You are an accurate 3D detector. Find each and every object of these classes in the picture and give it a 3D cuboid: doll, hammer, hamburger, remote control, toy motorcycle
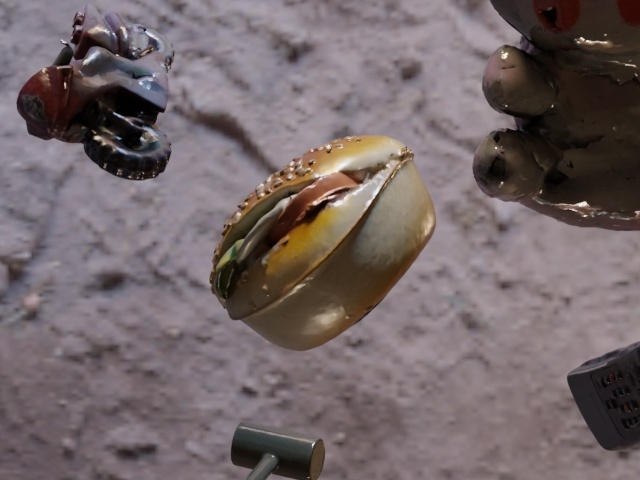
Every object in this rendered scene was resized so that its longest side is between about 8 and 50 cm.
[{"bbox_3d":[0.138,-0.094,0.858,0.095,0.149,0.192,-81,177,-70],"label":"doll"},{"bbox_3d":[-0.034,0.103,0.730,0.110,0.035,0.019,-45,141,-58],"label":"hammer"},{"bbox_3d":[0.003,-0.003,1.658,0.147,0.237,0.237,48,53,-3],"label":"hamburger"},{"bbox_3d":[0.184,0.077,1.008,0.028,0.212,0.059,-22,84,-17],"label":"remote control"},{"bbox_3d":[-0.175,-0.120,1.474,0.122,0.082,0.213,22,31,-17],"label":"toy motorcycle"}]
